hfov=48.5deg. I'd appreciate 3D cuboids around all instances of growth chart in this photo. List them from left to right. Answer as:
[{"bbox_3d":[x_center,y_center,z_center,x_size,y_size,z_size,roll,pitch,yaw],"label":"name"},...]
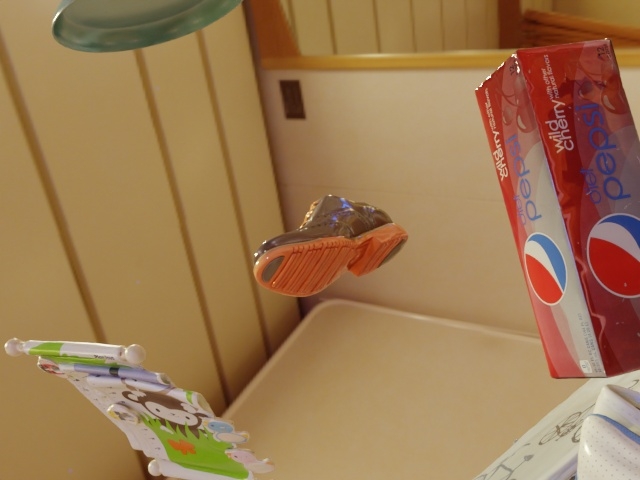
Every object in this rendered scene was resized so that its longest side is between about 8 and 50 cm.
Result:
[{"bbox_3d":[-0.145,0.158,0.628,0.237,0.171,0.021,58,-140,-35],"label":"growth chart"}]

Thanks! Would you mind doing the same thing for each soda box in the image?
[{"bbox_3d":[0.212,-0.024,0.584,0.083,0.092,0.263,135,124,-74],"label":"soda box"}]

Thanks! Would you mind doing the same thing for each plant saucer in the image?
[{"bbox_3d":[-0.267,-0.377,1.116,0.317,0.317,0.044,-18,-90,-59],"label":"plant saucer"}]

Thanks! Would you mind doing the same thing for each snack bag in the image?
[{"bbox_3d":[0.253,0.240,0.787,0.342,0.037,0.323,-37,-15,-10],"label":"snack bag"}]

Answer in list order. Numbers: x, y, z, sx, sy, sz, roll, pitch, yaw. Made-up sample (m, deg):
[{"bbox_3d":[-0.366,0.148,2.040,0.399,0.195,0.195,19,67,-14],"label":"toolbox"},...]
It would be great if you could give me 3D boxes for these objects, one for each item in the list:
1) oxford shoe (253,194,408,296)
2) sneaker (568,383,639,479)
[{"bbox_3d":[0.000,0.000,1.214,0.363,0.133,0.130,-9,-37,-52],"label":"oxford shoe"},{"bbox_3d":[0.163,0.211,0.435,0.130,0.322,0.236,11,-108,-33],"label":"sneaker"}]
